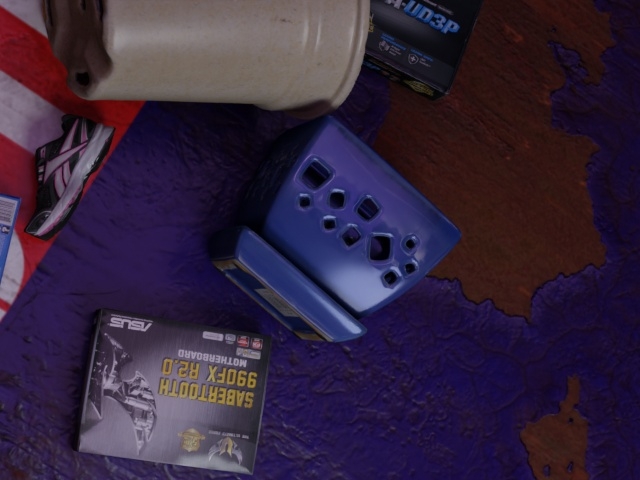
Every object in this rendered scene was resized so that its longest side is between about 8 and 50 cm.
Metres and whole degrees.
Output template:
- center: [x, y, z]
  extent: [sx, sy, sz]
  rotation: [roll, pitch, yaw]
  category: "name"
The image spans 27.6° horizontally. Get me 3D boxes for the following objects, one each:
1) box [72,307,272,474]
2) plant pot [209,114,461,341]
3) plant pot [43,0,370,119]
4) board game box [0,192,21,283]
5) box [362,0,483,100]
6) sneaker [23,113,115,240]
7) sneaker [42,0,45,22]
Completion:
- center: [-0.188, 0.194, 1.671]
  extent: [0.231, 0.056, 0.183]
  rotation: [12, 79, -17]
  category: "box"
- center: [0.000, 0.000, 1.674]
  extent: [0.236, 0.236, 0.212]
  rotation: [42, 78, -11]
  category: "plant pot"
- center: [-0.156, -0.295, 1.567]
  extent: [0.305, 0.334, 0.334]
  rotation: [-10, 86, -29]
  category: "plant pot"
- center: [-0.488, 0.000, 1.595]
  extent: [0.210, 0.047, 0.160]
  rotation: [15, 79, -17]
  category: "board game box"
- center: [0.107, -0.322, 1.843]
  extent: [0.220, 0.051, 0.175]
  rotation: [25, 76, -14]
  category: "box"
- center: [-0.334, -0.083, 1.658]
  extent: [0.077, 0.072, 0.178]
  rotation: [28, 67, -2]
  category: "sneaker"
- center: [-0.328, -0.358, 1.673]
  extent: [0.088, 0.093, 0.225]
  rotation: [-20, 90, -20]
  category: "sneaker"
